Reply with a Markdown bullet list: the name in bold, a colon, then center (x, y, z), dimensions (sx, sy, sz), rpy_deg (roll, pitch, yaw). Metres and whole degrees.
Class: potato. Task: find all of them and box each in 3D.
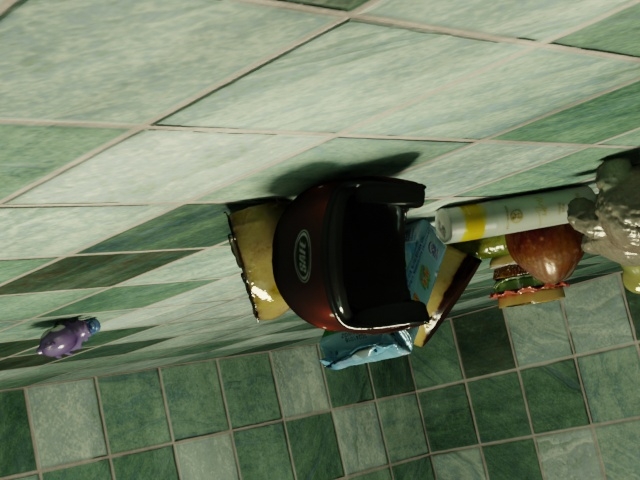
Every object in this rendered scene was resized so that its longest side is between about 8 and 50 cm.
- **potato**: center (-0.061, 0.029, 1.520), dimensions (0.098, 0.138, 0.243), rpy_deg (-16, 174, -4)

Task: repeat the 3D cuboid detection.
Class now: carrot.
- **carrot**: center (0.351, -0.011, 2.081), dimensions (0.359, 0.074, 0.074), rpy_deg (-12, 172, 19)

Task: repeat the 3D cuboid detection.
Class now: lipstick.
- **lipstick**: center (0.310, -0.042, 1.834), dimensions (0.264, 0.059, 0.059), rpy_deg (-9, 171, -20)

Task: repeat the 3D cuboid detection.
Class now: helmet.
- **helmet**: center (0.040, 0.018, 1.399), dimensions (0.193, 0.189, 0.216), rpy_deg (-1, 180, 32)

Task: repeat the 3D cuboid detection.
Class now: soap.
- **soap**: center (0.102, 0.085, 1.845), dimensions (0.156, 0.293, 0.077), rpy_deg (-20, 124, 39)

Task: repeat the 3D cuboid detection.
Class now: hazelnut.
- **hazelnut**: center (0.379, 0.006, 1.952), dimensions (0.143, 0.143, 0.154), rpy_deg (-13, -171, 7)

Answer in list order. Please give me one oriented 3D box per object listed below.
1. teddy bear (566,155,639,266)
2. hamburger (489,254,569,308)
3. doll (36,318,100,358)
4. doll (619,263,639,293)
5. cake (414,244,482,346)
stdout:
- **teddy bear**: center (0.489, -0.046, 1.749), dimensions (0.236, 0.151, 0.267), rpy_deg (-12, 171, 9)
- **hamburger**: center (0.436, 0.068, 2.461), dimensions (0.175, 0.136, 0.175), rpy_deg (-9, 176, -1)
- **doll**: center (-0.465, 0.178, 2.165), dimensions (0.110, 0.067, 0.206), rpy_deg (-28, 179, 11)
- **doll**: center (0.645, -0.018, 2.072), dimensions (0.261, 0.177, 0.161), rpy_deg (-18, 174, 22)
- **cake**: center (0.159, 0.067, 2.049), dimensions (0.207, 0.178, 0.185), rpy_deg (-49, 167, -20)
